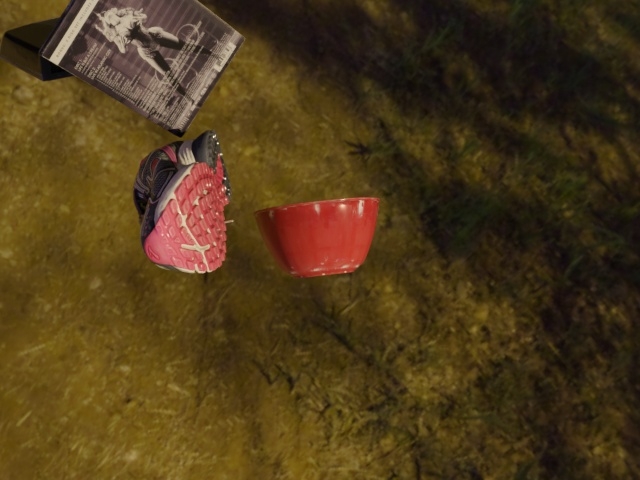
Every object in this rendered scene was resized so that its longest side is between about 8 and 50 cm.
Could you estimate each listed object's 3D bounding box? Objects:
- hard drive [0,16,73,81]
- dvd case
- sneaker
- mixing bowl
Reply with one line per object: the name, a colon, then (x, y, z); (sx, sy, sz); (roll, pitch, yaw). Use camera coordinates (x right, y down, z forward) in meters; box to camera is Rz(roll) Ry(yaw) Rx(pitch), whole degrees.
hard drive: (-0.379, -0.330, 1.250); (0.254, 0.054, 0.172); (-26, 41, -37)
dvd case: (-0.219, -0.249, 0.965); (0.221, 0.165, 0.018); (29, 7, -45)
sneaker: (-0.174, -0.040, 0.909); (0.112, 0.121, 0.299); (-13, 22, 2)
mixing bowl: (0.000, 0.000, 1.058); (0.181, 0.181, 0.098); (-5, 87, -41)
